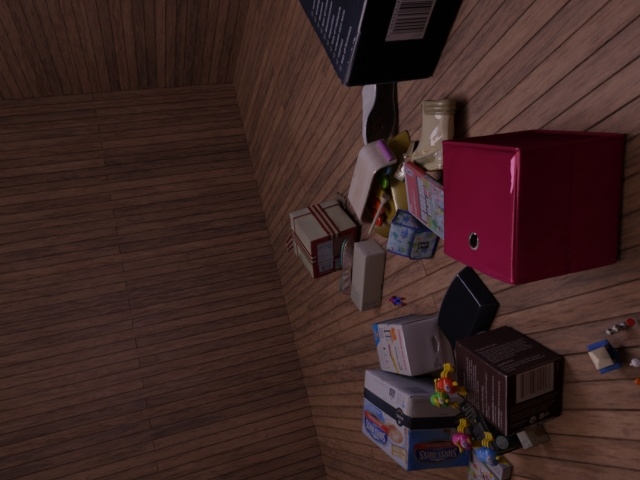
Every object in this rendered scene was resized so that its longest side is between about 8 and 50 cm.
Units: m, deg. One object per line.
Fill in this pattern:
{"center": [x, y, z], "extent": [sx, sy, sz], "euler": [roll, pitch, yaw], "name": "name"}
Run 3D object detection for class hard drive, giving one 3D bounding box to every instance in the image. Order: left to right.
{"center": [0.422, 0.217, 1.579], "extent": [0.255, 0.054, 0.172], "euler": [98, 154, -43], "name": "hard drive"}

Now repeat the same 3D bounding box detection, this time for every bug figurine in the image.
{"center": [0.359, 0.461, 1.378], "extent": [0.279, 0.072, 0.216], "euler": [60, 167, 14], "name": "bug figurine"}

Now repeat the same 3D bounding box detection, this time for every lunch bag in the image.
{"center": [0.298, -0.011, 1.717], "extent": [0.096, 0.151, 0.129], "euler": [-60, -18, -45], "name": "lunch bag"}

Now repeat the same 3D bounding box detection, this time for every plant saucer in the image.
{"center": [0.231, -0.181, 1.886], "extent": [0.333, 0.081, 0.333], "euler": [160, 100, -71], "name": "plant saucer"}

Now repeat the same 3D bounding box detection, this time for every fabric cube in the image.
{"center": [0.423, -0.084, 1.103], "extent": [0.254, 0.259, 0.258], "euler": [-145, 48, -66], "name": "fabric cube"}

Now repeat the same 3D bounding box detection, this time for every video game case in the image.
{"center": [0.341, -0.087, 1.539], "extent": [0.285, 0.025, 0.204], "euler": [47, 161, 42], "name": "video game case"}

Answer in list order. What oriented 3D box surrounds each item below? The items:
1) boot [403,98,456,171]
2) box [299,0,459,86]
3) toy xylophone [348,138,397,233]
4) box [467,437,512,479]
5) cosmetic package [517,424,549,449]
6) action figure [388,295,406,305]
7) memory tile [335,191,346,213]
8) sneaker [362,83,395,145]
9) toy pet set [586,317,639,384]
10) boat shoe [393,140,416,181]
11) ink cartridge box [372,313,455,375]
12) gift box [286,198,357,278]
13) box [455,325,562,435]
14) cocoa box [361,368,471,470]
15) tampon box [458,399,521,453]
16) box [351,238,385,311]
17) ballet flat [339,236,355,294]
{"center": [0.317, -0.303, 1.555], "extent": [0.262, 0.095, 0.203], "euler": [-153, 59, -75], "name": "boot"}
{"center": [0.155, -0.768, 1.461], "extent": [0.480, 0.297, 0.472], "euler": [106, 147, -53], "name": "box"}
{"center": [0.177, -0.165, 1.800], "extent": [0.323, 0.081, 0.236], "euler": [109, 145, -56], "name": "toy xylophone"}
{"center": [0.507, 0.701, 1.613], "extent": [0.145, 0.038, 0.186], "euler": [-133, 36, -59], "name": "box"}
{"center": [0.532, 0.472, 1.386], "extent": [0.041, 0.060, 0.115], "euler": [111, 143, -54], "name": "cosmetic package"}
{"center": [0.285, 0.228, 2.024], "extent": [0.115, 0.030, 0.038], "euler": [172, 83, -73], "name": "action figure"}
{"center": [0.093, -0.139, 2.411], "extent": [0.113, 0.012, 0.148], "euler": [-137, 40, -61], "name": "memory tile"}
{"center": [0.192, -0.453, 1.824], "extent": [0.123, 0.106, 0.290], "euler": [-146, 63, -70], "name": "sneaker"}
{"center": [0.609, 0.230, 1.075], "extent": [0.114, 0.065, 0.122], "euler": [-33, 67, 32], "name": "toy pet set"}
{"center": [0.271, -0.258, 1.717], "extent": [0.050, 0.045, 0.135], "euler": [-12, -58, -68], "name": "boat shoe"}
{"center": [0.308, 0.347, 1.799], "extent": [0.232, 0.168, 0.171], "euler": [155, 104, -70], "name": "ink cartridge box"}
{"center": [0.000, 0.000, 2.352], "extent": [0.258, 0.255, 0.276], "euler": [-125, 28, -45], "name": "gift box"}
{"center": [0.466, 0.342, 1.338], "extent": [0.203, 0.168, 0.167], "euler": [-146, 46, -65], "name": "box"}
{"center": [0.309, 0.577, 1.769], "extent": [0.347, 0.231, 0.228], "euler": [-178, 92, -71], "name": "cocoa box"}
{"center": [0.477, 0.494, 1.460], "extent": [0.101, 0.120, 0.161], "euler": [104, 149, -53], "name": "tampon box"}
{"center": [0.189, 0.142, 2.153], "extent": [0.113, 0.094, 0.275], "euler": [-126, 32, -51], "name": "box"}
{"center": [0.146, 0.118, 2.267], "extent": [0.106, 0.107, 0.316], "euler": [21, 139, 20], "name": "ballet flat"}
